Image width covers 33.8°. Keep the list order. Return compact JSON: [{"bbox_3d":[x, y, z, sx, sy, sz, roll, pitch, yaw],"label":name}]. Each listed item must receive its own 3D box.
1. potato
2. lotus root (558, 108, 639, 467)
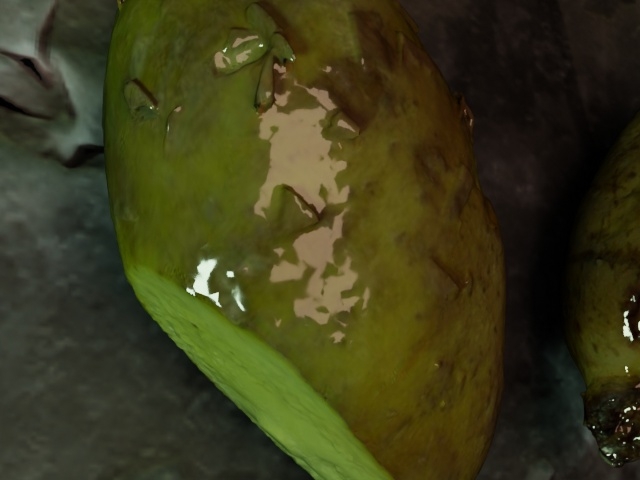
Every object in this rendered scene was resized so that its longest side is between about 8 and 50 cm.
[{"bbox_3d":[0.000,0.000,0.480,0.176,0.141,0.298,-23,92,-22],"label":"potato"},{"bbox_3d":[0.214,0.014,0.613,0.145,0.128,0.260,45,62,-26],"label":"lotus root"}]
